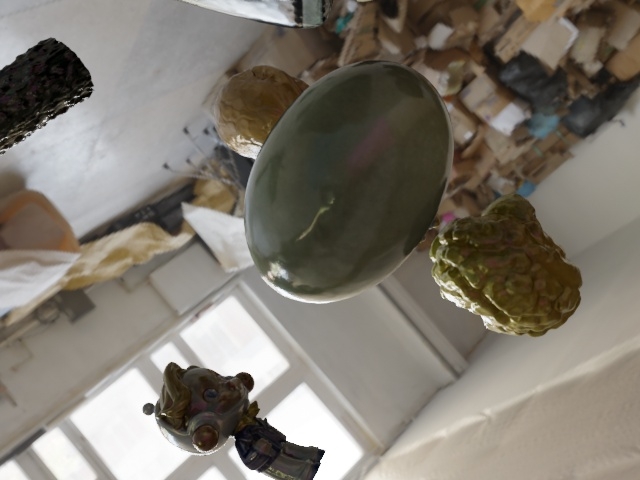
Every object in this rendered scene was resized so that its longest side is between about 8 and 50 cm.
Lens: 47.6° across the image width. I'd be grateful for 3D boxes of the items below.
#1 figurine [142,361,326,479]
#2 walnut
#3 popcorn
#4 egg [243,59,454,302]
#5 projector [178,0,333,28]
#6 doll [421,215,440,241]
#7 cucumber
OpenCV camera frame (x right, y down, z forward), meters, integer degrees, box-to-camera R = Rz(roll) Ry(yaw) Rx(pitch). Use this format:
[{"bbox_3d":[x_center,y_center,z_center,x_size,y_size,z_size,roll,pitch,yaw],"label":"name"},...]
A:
[{"bbox_3d":[-0.127,0.284,1.112,0.133,0.274,0.194,-60,-161,21],"label":"figurine"},{"bbox_3d":[-0.083,-0.204,1.183,0.159,0.159,0.206,-40,-142,-22],"label":"walnut"},{"bbox_3d":[0.275,0.029,1.065,0.200,0.225,0.203,66,42,-66],"label":"popcorn"},{"bbox_3d":[0.036,-0.075,0.987,0.352,0.258,0.258,-61,170,22],"label":"egg"},{"bbox_3d":[-0.158,-0.449,0.757,0.395,0.404,0.242,92,14,-78],"label":"projector"},{"bbox_3d":[0.165,-0.029,1.807,0.316,0.103,0.146,-21,128,-27],"label":"doll"},{"bbox_3d":[-0.460,-0.131,0.922,0.359,0.096,0.096,-42,177,-23],"label":"cucumber"}]
